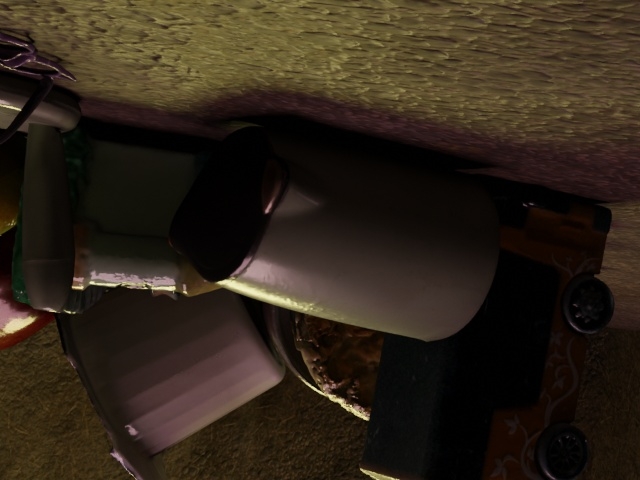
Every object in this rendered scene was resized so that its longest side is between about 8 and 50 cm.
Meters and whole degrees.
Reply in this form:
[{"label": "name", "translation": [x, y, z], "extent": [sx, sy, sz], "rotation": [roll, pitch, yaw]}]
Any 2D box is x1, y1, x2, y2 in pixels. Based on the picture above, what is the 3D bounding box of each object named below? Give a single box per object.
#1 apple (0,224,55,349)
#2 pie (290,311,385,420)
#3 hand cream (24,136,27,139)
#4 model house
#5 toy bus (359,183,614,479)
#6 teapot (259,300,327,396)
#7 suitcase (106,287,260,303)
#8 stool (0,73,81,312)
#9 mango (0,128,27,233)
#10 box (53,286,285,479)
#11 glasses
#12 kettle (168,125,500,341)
[{"label": "apple", "translation": [-0.527, 0.034, 2.317], "extent": [0.317, 0.288, 0.288], "rotation": [-9, 167, 33]}, {"label": "pie", "translation": [0.102, 0.075, 1.628], "extent": [0.274, 0.274, 0.055], "rotation": [10, -175, -11]}, {"label": "hand cream", "translation": [-0.369, -0.113, 1.685], "extent": [0.061, 0.039, 0.143], "rotation": [14, 171, 43]}, {"label": "model house", "translation": [-0.135, -0.008, 1.575], "extent": [0.325, 0.194, 0.267], "rotation": [5, 176, 1]}, {"label": "toy bus", "translation": [0.168, 0.107, 1.515], "extent": [0.194, 0.323, 0.162], "rotation": [12, 175, -25]}, {"label": "teapot", "translation": [0.073, 0.064, 1.808], "extent": [0.315, 0.233, 0.312], "rotation": [17, -175, -11]}, {"label": "suitcase", "translation": [-0.208, 0.022, 2.081], "extent": [0.283, 0.194, 0.434], "rotation": [11, 174, -26]}, {"label": "stool", "translation": [-0.322, -0.046, 1.333], "extent": [0.195, 0.199, 0.195], "rotation": [5, 176, 33]}, {"label": "mango", "translation": [-0.352, -0.062, 1.541], "extent": [0.111, 0.125, 0.233], "rotation": [-38, 180, 21]}, {"label": "box", "translation": [-0.157, 0.149, 1.769], "extent": [0.206, 0.291, 0.262], "rotation": [-28, 176, 4]}, {"label": "glasses", "translation": [-0.237, -0.095, 1.116], "extent": [0.062, 0.104, 0.140], "rotation": [10, 173, 8]}, {"label": "kettle", "translation": [0.000, 0.000, 1.378], "extent": [0.255, 0.165, 0.240], "rotation": [11, 160, -31]}]
